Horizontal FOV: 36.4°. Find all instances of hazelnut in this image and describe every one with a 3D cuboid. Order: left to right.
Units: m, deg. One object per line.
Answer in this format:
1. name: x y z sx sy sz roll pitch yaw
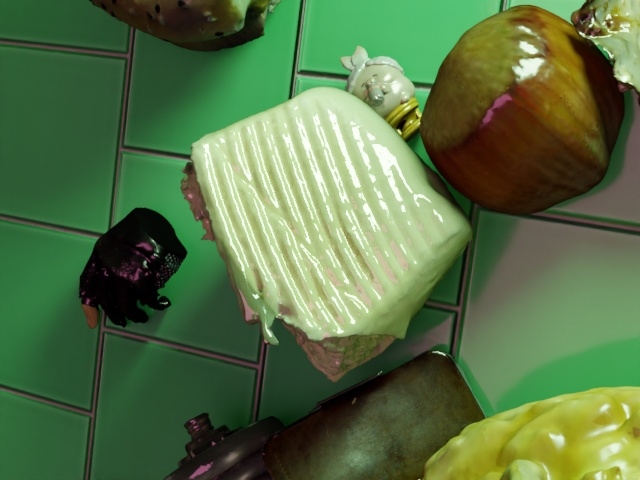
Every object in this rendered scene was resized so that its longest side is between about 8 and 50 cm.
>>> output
1. hazelnut: 0.210 -0.132 1.009 0.210 0.186 0.210 -8 71 23

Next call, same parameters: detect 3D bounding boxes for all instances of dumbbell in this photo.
1. dumbbell: -0.047 0.385 1.161 0.179 0.179 0.406 -37 79 22

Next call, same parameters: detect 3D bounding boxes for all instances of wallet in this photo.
1. wallet: 0.065 0.227 1.113 0.255 0.031 0.137 -26 75 -11

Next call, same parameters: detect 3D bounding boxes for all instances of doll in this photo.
1. doll: 0.066 -0.171 1.123 0.073 0.084 0.127 -43 84 19

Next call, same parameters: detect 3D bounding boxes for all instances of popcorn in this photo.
1. popcorn: 0.280 0.314 0.938 0.390 0.354 0.344 -12 102 65

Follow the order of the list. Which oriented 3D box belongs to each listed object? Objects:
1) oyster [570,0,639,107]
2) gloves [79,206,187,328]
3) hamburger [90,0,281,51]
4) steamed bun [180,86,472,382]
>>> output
1. oyster: 0.414 -0.176 0.943 0.337 0.133 0.198 43 107 13
2. gloves: -0.262 0.051 1.272 0.129 0.106 0.181 43 105 14
3. hamburger: -0.170 -0.386 1.157 0.276 0.195 0.318 -1 91 22
4. steamed bun: 0.000 0.000 1.100 0.273 0.272 0.290 -31 80 -13
